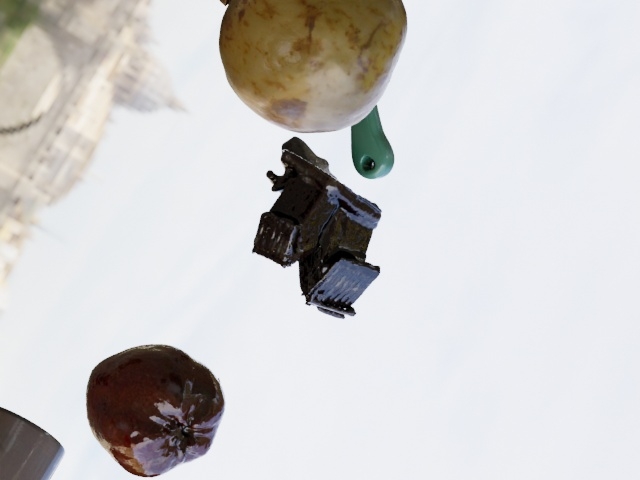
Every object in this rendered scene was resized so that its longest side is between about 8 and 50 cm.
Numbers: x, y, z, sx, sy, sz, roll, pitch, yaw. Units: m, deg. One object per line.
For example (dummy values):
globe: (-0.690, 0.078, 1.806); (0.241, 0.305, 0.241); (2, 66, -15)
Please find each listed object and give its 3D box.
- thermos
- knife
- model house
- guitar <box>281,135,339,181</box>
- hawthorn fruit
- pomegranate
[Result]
thermos: (-0.346, 0.277, 1.539); (0.137, 0.105, 0.193); (100, 15, -65)
knife: (0.057, -0.208, 1.955); (0.063, 0.260, 0.034); (-6, -177, 37)
model house: (-0.009, -0.005, 1.978); (0.141, 0.203, 0.164); (23, -98, 53)
guitar: (0.019, -0.088, 2.419); (0.025, 0.233, 0.088); (-32, -130, 25)
hawthorn fruit: (-0.238, 0.226, 2.103); (0.202, 0.185, 0.185); (24, -98, 48)
pomegranate: (-0.016, -0.220, 1.626); (0.215, 0.215, 0.215); (-54, -166, 20)
